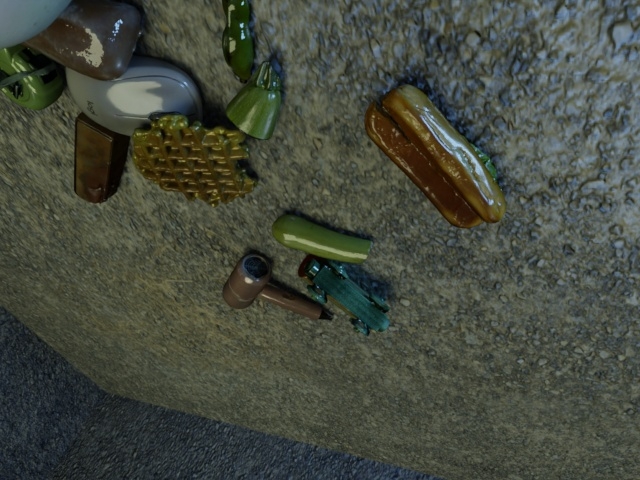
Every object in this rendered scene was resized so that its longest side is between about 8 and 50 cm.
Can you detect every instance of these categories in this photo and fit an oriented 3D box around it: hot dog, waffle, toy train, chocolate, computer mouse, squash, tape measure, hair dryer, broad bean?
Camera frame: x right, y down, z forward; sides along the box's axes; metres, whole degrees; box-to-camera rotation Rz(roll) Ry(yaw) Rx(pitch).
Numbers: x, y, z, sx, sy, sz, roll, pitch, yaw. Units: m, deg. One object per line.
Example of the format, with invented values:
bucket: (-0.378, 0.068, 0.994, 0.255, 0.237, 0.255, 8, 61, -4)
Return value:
hot dog: (0.222, -0.142, 0.822, 0.337, 0.100, 0.135, 41, 146, -19)
waffle: (-0.270, -0.166, 1.001, 0.281, 0.058, 0.301, 13, 154, -17)
toy train: (0.059, 0.139, 1.198, 0.285, 0.116, 0.177, 39, 179, -20)
chocolate: (-0.468, -0.401, 0.819, 0.261, 0.083, 0.161, 22, 101, 2)
computer mouse: (-0.397, -0.297, 0.939, 0.297, 0.121, 0.184, 22, 140, 4)
squash: (-0.107, -0.274, 0.856, 0.105, 0.105, 0.132, 32, 124, -11)
tape measure: (-0.661, -0.373, 0.991, 0.175, 0.106, 0.200, 45, 138, -20)
hair dryer: (-0.109, 0.165, 1.358, 0.344, 0.107, 0.189, 23, 140, -14)
squash: (0.000, 0.000, 1.109, 0.250, 0.083, 0.083, 17, 141, 4)
broad bean: (-0.145, -0.360, 0.785, 0.048, 0.070, 0.213, 20, 151, 16)

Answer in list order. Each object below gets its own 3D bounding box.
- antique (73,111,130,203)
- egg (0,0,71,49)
antique: (-0.558, -0.206, 1.148, 0.093, 0.087, 0.310, 30, 140, -10)
egg: (-0.494, -0.433, 0.638, 0.283, 0.345, 0.283, 13, 169, 2)
